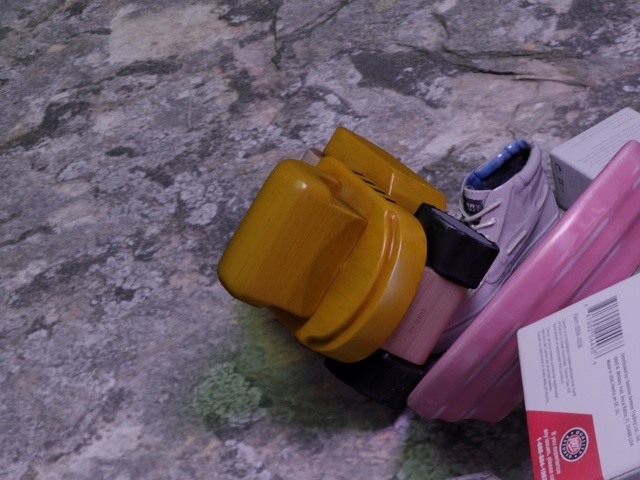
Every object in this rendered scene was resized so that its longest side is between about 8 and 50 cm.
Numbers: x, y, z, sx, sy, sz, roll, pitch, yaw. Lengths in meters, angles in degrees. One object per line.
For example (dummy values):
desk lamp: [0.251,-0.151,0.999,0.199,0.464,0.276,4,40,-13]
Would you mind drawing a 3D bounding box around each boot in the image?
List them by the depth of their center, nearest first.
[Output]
boot: [0.161,-0.002,1.851,0.095,0.123,0.258,12,45,36]

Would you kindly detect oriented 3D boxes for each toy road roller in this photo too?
toy road roller: [0.000,0.000,1.769,0.202,0.240,0.329,-58,34,8]

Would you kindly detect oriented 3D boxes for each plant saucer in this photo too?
plant saucer: [0.217,0.054,1.649,0.084,0.332,0.332,41,57,6]

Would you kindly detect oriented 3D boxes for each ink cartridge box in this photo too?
ink cartridge box: [0.309,0.116,1.400,0.273,0.114,0.197,-28,38,24]

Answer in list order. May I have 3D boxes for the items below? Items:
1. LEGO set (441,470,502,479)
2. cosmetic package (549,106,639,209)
LEGO set: [0.143,0.227,1.529,0.244,0.060,0.182,-7,18,-26]
cosmetic package: [0.361,-0.048,1.861,0.117,0.085,0.231,-29,38,-15]
